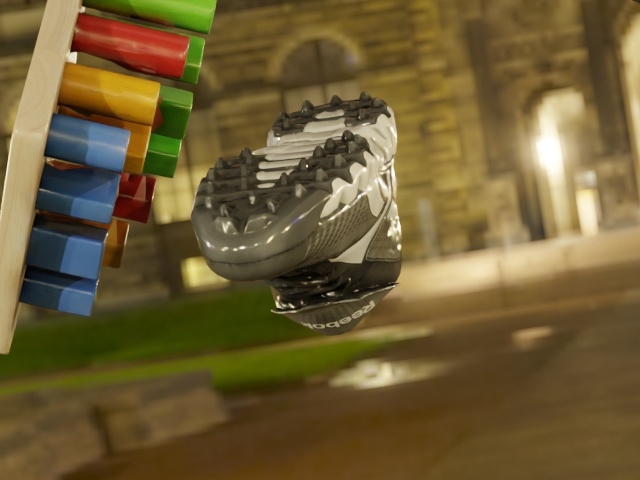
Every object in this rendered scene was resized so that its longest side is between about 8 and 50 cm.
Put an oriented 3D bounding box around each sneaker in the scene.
[{"bbox_3d":[0.000,0.000,0.933,0.078,0.106,0.234,-7,12,12],"label":"sneaker"}]

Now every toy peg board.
[{"bbox_3d":[-0.105,-0.048,0.963,0.079,0.161,0.161,11,-42,-6],"label":"toy peg board"}]

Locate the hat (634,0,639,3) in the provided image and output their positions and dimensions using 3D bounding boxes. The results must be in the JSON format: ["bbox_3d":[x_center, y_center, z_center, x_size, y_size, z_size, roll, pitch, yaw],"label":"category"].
[{"bbox_3d":[0.278,-0.266,1.476,0.331,0.134,0.331,15,-3,1],"label":"hat"}]
